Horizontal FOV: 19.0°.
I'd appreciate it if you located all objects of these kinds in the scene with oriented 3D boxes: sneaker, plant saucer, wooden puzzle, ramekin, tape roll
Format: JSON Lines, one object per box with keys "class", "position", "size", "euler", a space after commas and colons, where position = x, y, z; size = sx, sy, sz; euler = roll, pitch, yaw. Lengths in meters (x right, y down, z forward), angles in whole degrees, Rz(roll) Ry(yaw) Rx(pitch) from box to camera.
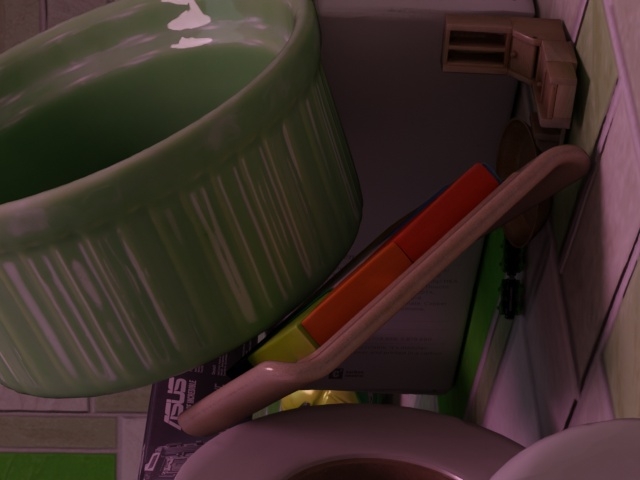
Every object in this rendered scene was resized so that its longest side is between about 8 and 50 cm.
{"class": "sneaker", "position": [0.023, 0.153, 1.860], "size": [0.123, 0.109, 0.295], "euler": [-63, -4, -16]}
{"class": "plant saucer", "position": [0.132, -0.037, 1.223], "size": [0.083, 0.015, 0.083], "euler": [178, 90, -76]}
{"class": "wooden puzzle", "position": [0.029, 0.028, 1.150], "size": [0.044, 0.239, 0.221], "euler": [54, 157, 1]}
{"class": "ramekin", "position": [-0.120, -0.034, 1.211], "size": [0.303, 0.303, 0.148], "euler": [-103, -9, -64]}
{"class": "tape roll", "position": [0.028, 0.227, 1.107], "size": [0.246, 0.246, 0.169], "euler": [-102, 16, -62]}

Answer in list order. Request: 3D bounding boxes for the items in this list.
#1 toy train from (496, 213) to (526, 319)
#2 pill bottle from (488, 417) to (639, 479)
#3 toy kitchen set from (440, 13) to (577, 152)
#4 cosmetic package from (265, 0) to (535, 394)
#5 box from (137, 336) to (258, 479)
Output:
{"class": "toy train", "position": [0.128, 0.011, 1.274], "size": [0.024, 0.017, 0.083], "euler": [-50, -38, -84]}
{"class": "pill bottle", "position": [0.109, 0.204, 0.788], "size": [0.278, 0.162, 0.162], "euler": [102, 168, -54]}
{"class": "toy kitchen set", "position": [0.113, -0.089, 1.167], "size": [0.083, 0.075, 0.068], "euler": [-92, 5, -59]}
{"class": "cosmetic package", "position": [0.043, -0.087, 1.437], "size": [0.385, 0.156, 0.217], "euler": [100, 169, -46]}
{"class": "box", "position": [-0.099, 0.185, 1.423], "size": [0.307, 0.077, 0.242], "euler": [-88, 8, -57]}
